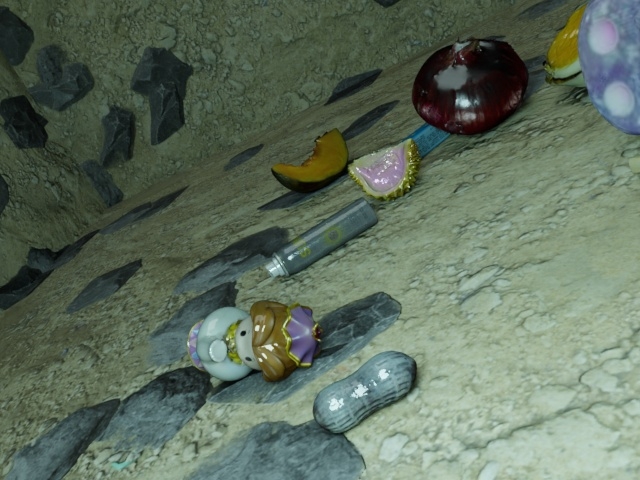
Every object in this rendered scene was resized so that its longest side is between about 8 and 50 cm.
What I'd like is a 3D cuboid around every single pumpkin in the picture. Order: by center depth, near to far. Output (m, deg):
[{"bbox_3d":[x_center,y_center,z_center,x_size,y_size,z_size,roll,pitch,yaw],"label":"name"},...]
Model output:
[{"bbox_3d":[-0.023,-0.200,2.091,0.312,0.148,0.169,-34,-20,-36],"label":"pumpkin"}]

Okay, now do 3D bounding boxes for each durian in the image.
[{"bbox_3d":[0.170,-0.174,1.698,0.182,0.132,0.165,-31,11,7],"label":"durian"}]

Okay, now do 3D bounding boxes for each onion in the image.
[{"bbox_3d":[0.388,-0.415,1.787,0.314,0.232,0.314,-11,49,14],"label":"onion"}]

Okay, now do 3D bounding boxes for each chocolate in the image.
[{"bbox_3d":[0.064,0.214,0.974,0.167,0.072,0.072,-30,19,0],"label":"chocolate"}]

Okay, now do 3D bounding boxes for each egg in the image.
[{"bbox_3d":[0.695,-0.467,1.649,0.286,0.174,0.264,-54,19,4],"label":"egg"}]

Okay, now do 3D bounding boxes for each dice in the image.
[{"bbox_3d":[0.648,-0.352,1.199,0.270,0.270,0.271,-26,14,-24],"label":"dice"}]

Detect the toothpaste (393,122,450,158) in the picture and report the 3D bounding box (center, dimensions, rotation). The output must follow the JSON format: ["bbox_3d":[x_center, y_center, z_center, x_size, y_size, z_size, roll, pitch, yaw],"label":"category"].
[{"bbox_3d":[0.280,-0.272,1.882,0.267,0.065,0.050,-39,17,-25],"label":"toothpaste"}]

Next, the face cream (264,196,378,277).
[{"bbox_3d":[0.000,0.000,1.586,0.283,0.073,0.073,-32,20,-7],"label":"face cream"}]

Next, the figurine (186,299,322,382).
[{"bbox_3d":[-0.116,0.179,1.216,0.263,0.142,0.189,-12,3,39],"label":"figurine"}]

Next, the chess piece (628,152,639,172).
[{"bbox_3d":[0.598,-0.145,1.119,0.090,0.090,0.200,-32,8,-8],"label":"chess piece"}]
